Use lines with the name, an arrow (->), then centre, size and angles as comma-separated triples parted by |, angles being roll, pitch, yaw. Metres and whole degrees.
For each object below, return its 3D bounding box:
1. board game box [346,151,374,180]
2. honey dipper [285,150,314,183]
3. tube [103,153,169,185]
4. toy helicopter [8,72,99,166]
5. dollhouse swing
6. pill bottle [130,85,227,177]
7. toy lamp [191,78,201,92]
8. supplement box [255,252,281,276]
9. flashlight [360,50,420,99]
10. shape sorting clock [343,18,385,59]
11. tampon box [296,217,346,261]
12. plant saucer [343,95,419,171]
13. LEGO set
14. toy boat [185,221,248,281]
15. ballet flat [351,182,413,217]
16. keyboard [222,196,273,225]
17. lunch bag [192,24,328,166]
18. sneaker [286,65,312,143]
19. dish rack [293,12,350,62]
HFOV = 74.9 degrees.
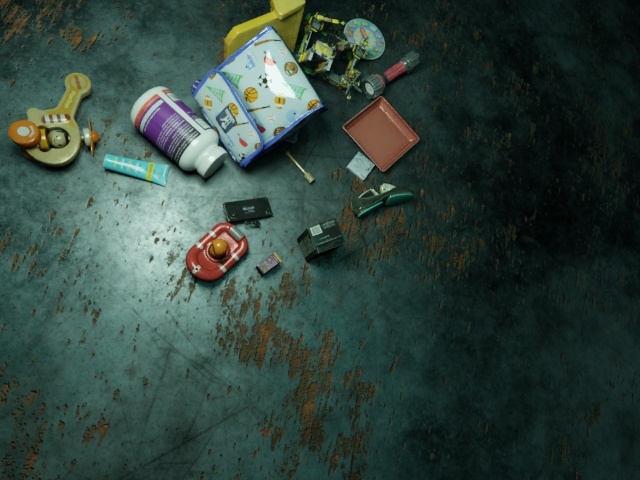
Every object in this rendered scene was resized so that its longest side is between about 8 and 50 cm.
board game box -> 0.168, -0.311, 1.751 | 0.090, 0.020, 0.090 | 39, 69, -5
honey dipper -> -0.086, -0.295, 1.667 | 0.030, 0.030, 0.160 | -42, 89, -21
tube -> -0.652, -0.255, 1.482 | 0.207, 0.052, 0.080 | 12, 85, -20
toy helicopter -> -0.850, -0.410, 1.412 | 0.235, 0.140, 0.354 | 16, 70, -15
dollhouse swing -> -0.252, -0.824, 1.578 | 0.305, 0.347, 0.315 | -16, 82, -16
pill bottle -> -0.494, -0.375, 1.483 | 0.323, 0.181, 0.181 | 42, 69, -3
toy lamp -> -0.370, -0.520, 1.610 | 0.275, 0.080, 0.080 | 33, 70, -7
supplement box -> -0.190, 0.088, 1.530 | 0.083, 0.055, 0.043 | -36, 88, -22
flashlight -> 0.315, -0.739, 1.849 | 0.304, 0.103, 0.103 | -38, 56, -16
shape sorting clock -> 0.201, -0.915, 1.895 | 0.206, 0.040, 0.206 | 4, 76, -16
tampon box -> 0.000, 0.000, 1.550 | 0.121, 0.161, 0.101 | -21, 83, -21
plant saucer -> 0.257, -0.453, 1.798 | 0.259, 0.048, 0.258 | -42, 91, -22
LEGO set -> 0.062, -0.753, 1.679 | 0.331, 0.192, 0.254 | 29, 90, -27
toy boat -> -0.356, 0.035, 1.441 | 0.151, 0.151, 0.231 | 44, 69, -2
ballet flat -> 0.250, -0.180, 1.709 | 0.281, 0.095, 0.096 | -19, 71, -20
keyboard -> -0.266, -0.101, 1.556 | 0.180, 0.023, 0.108 | -12, 74, -28
lunch bag -> -0.221, -0.491, 1.483 | 0.386, 0.239, 0.327 | -31, 97, 13
sneaker -> -0.119, -0.562, 1.640 | 0.128, 0.182, 0.315 | 12, 74, -12
dish rack -> -0.019, -0.866, 1.804 | 0.272, 0.074, 0.208 | -25, 84, -19
